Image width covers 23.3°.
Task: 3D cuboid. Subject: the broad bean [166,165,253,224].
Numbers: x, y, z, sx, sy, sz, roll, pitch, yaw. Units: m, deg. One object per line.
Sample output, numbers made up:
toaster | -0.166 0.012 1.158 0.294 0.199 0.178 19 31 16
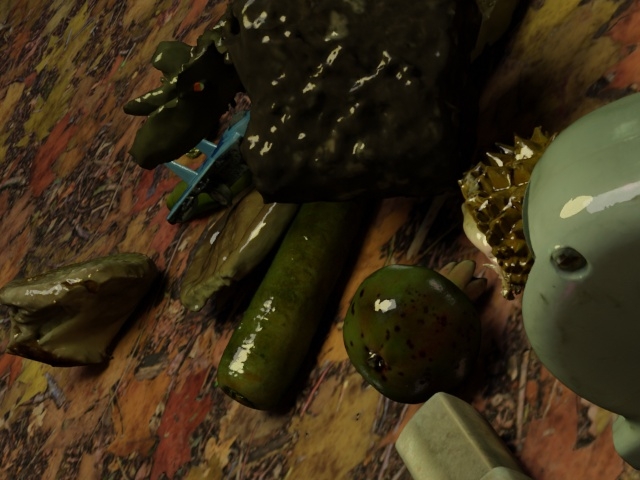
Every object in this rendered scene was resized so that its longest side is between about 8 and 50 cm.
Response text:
broad bean | -0.123 -0.064 1.793 0.213 0.048 0.070 -27 42 46

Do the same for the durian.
durian | 0.152 -0.048 1.268 0.140 0.078 0.224 -53 24 9

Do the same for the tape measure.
tape measure | 0.231 0.023 0.892 0.243 0.246 0.125 -29 40 32

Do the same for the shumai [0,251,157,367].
shumai | -0.282 0.086 1.815 0.201 0.201 0.120 -8 95 57

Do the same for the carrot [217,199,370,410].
carrot | 0.000 0.000 1.493 0.074 0.074 0.358 -11 47 56

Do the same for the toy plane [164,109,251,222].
toy plane | -0.084 -0.091 1.578 0.169 0.078 0.246 -54 18 -26

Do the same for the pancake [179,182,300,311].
pancake | -0.075 -0.022 1.617 0.222 0.042 0.236 -58 11 -14

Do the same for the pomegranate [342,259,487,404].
pomegranate | 0.084 0.065 1.241 0.114 0.114 0.142 -23 12 48

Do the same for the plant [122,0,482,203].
plant | -0.020 -0.141 1.349 0.215 0.312 0.213 -33 -54 -71

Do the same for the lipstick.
lipstick | 0.123 0.192 1.043 0.079 0.077 0.253 -51 25 10

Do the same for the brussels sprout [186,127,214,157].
brussels sprout | -0.162 -0.144 1.950 0.085 0.058 0.085 0 90 44

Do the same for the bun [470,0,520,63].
bun | 0.072 -0.258 1.524 0.259 0.152 0.259 -28 33 20
